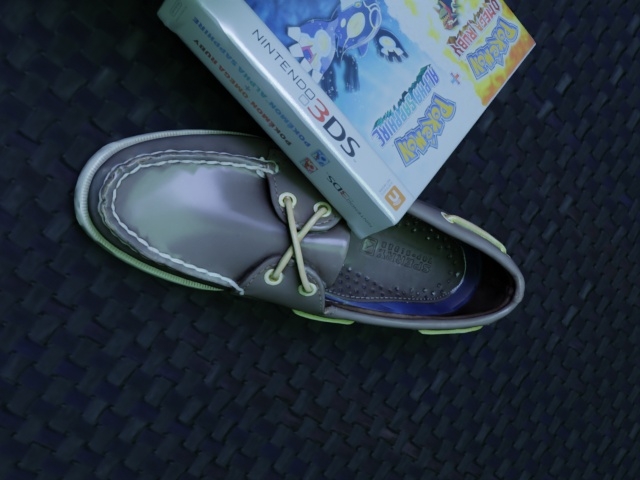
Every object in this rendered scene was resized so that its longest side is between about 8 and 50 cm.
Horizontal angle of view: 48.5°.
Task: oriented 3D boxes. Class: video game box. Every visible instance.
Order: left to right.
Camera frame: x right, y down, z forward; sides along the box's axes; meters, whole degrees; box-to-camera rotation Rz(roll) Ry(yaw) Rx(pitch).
[{"bbox_3d":[0.031,-0.137,0.465,0.187,0.048,0.205,48,60,-15],"label":"video game box"}]

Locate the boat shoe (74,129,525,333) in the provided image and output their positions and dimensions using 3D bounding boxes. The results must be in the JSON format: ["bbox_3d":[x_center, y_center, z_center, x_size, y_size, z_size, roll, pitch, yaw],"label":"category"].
[{"bbox_3d":[0.000,0.000,0.497,0.324,0.096,0.117,15,93,-28],"label":"boat shoe"}]
